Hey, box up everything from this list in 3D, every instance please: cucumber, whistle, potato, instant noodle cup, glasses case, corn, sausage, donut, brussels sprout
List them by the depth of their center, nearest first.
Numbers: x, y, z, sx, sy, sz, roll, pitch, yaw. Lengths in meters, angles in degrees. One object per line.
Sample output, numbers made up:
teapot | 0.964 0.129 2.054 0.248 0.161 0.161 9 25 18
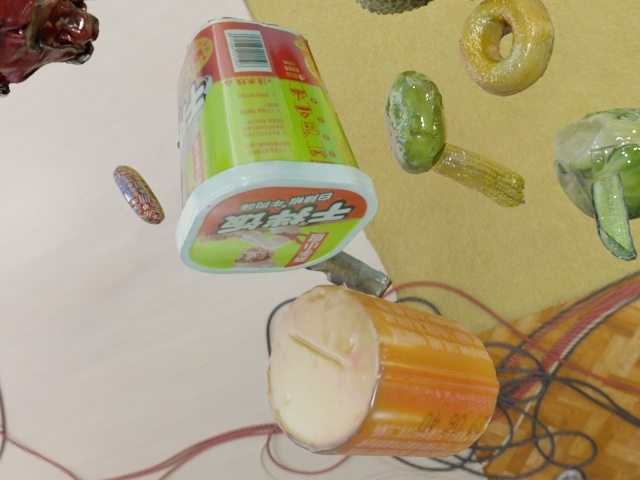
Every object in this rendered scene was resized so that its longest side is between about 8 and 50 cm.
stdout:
instant noodle cup | -0.090 -0.143 0.888 0.293 0.294 0.308 -20 64 14
sausage | 0.095 0.205 0.896 0.287 0.233 0.233 20 118 -40
whistle | -0.030 0.010 1.020 0.326 0.057 0.068 29 110 10
cucumber | 0.611 -0.050 1.263 0.070 0.220 0.046 7 147 -2
potato | 0.235 -0.285 1.443 0.148 0.186 0.253 -17 125 -8
glasses case | -0.451 -0.120 1.476 0.049 0.073 0.194 -48 64 18
brussels sprout | 0.764 -0.197 1.531 0.354 0.289 0.282 20 78 -24
corn | 0.409 -0.185 1.587 0.312 0.102 0.102 25 112 -12
donut | 0.495 -0.539 1.620 0.277 0.108 0.278 1 91 44

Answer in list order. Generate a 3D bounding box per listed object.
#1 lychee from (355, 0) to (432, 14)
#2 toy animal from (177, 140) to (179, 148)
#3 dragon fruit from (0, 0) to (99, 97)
lychee | 0.182 -0.716 1.528 0.319 0.270 0.270 -14 109 -1
toy animal | -0.320 -0.365 1.839 0.181 0.180 0.363 23 88 -8
dragon fruit | -0.375 -0.262 0.595 0.298 0.244 0.244 20 119 -44
